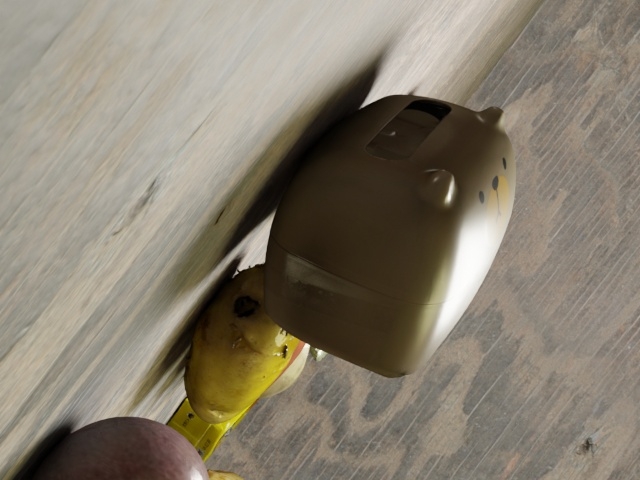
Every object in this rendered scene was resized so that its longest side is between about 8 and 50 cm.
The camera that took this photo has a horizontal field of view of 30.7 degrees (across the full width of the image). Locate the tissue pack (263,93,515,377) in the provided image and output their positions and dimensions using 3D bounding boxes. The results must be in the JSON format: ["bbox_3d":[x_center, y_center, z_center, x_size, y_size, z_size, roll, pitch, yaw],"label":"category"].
[{"bbox_3d":[0.099,-0.033,1.505,0.387,0.267,0.277,-44,151,-57],"label":"tissue pack"}]

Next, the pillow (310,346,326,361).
[{"bbox_3d":[0.011,0.082,2.289,0.274,0.076,0.281,-17,113,-83],"label":"pillow"}]

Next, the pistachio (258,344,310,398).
[{"bbox_3d":[-0.092,0.155,1.988,0.138,0.153,0.238,-123,-136,-85],"label":"pistachio"}]

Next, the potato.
[{"bbox_3d":[-0.110,0.145,1.655,0.300,0.140,0.173,-56,177,42],"label":"potato"}]

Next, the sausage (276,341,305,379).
[{"bbox_3d":[-0.111,0.168,1.847,0.254,0.148,0.148,-53,176,18],"label":"sausage"}]

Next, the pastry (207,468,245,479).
[{"bbox_3d":[-0.293,0.601,2.255,0.409,0.245,0.409,-22,168,-5],"label":"pastry"}]

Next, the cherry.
[{"bbox_3d":[-0.238,0.303,1.327,0.239,0.206,0.239,-46,-153,31],"label":"cherry"}]

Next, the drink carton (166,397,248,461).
[{"bbox_3d":[-0.196,0.332,2.458,0.154,0.111,0.351,-54,175,31],"label":"drink carton"}]
